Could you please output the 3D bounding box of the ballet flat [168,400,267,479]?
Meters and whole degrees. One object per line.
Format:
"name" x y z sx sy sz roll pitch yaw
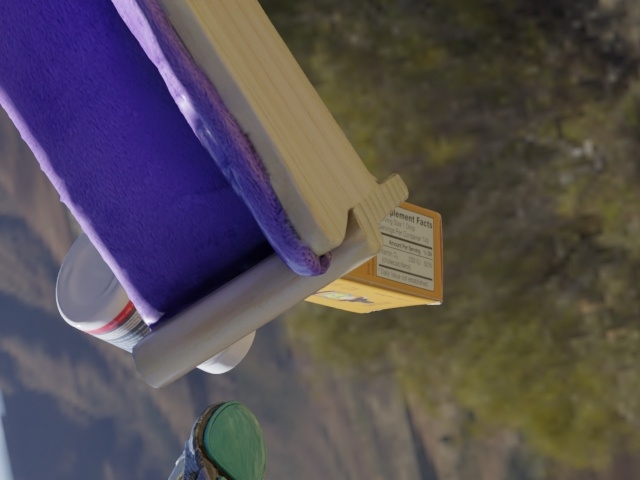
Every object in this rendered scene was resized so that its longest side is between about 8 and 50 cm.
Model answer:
"ballet flat" -0.045 0.101 0.776 0.114 0.041 0.041 -90 -9 -67

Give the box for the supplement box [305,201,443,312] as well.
"supplement box" 0.000 0.000 1.443 0.233 0.078 0.080 20 -113 -54

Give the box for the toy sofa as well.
"toy sofa" -0.120 -0.114 1.008 0.362 0.150 0.177 57 -162 -4

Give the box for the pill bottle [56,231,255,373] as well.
"pill bottle" -0.150 0.061 1.867 0.180 0.108 0.108 30 -147 -41
